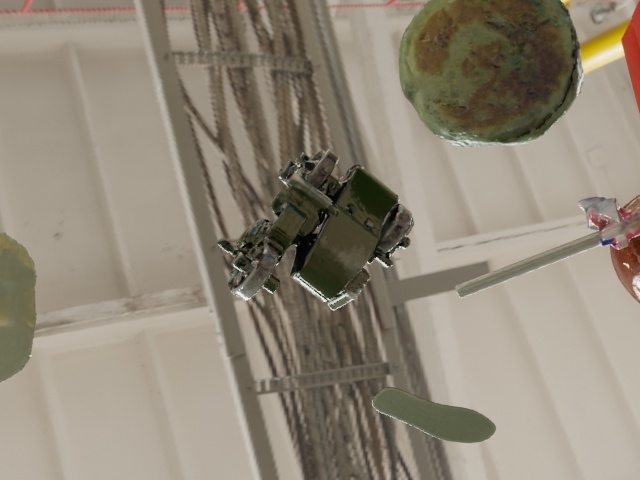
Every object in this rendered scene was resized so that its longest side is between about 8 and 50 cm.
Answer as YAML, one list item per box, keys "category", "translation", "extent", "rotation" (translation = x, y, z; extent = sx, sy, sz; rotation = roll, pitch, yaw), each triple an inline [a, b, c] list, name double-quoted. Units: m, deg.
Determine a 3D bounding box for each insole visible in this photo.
- category: "insole"
  translation: [0.127, 0.195, 1.029]
  extent: [0.152, 0.053, 0.002]
  rotation: [24, -153, -18]

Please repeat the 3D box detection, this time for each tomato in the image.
- category: "tomato"
  translation: [0.481, 0.019, 1.281]
  extent: [0.167, 0.167, 0.167]
  rotation: [5, -101, -26]

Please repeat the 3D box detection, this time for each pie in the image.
- category: "pie"
  translation: [0.215, -0.227, 1.176]
  extent: [0.240, 0.054, 0.241]
  rotation: [-2, -100, 15]

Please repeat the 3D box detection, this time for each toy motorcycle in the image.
- category: "toy motorcycle"
  translation: [0.000, 0.000, 1.222]
  extent: [0.205, 0.127, 0.275]
  rotation: [38, -116, -14]

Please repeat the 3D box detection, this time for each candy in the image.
- category: "candy"
  translation: [0.313, -0.008, 0.970]
  extent: [0.124, 0.365, 0.124]
  rotation: [56, -160, -33]

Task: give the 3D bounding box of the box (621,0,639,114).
- category: "box"
  translation: [0.279, -0.192, 0.649]
  extent: [0.035, 0.245, 0.139]
  rotation: [6, -131, -3]

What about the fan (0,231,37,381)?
- category: "fan"
  translation: [-0.432, 0.078, 1.065]
  extent: [0.010, 0.310, 0.182]
  rotation: [7, -100, -59]
